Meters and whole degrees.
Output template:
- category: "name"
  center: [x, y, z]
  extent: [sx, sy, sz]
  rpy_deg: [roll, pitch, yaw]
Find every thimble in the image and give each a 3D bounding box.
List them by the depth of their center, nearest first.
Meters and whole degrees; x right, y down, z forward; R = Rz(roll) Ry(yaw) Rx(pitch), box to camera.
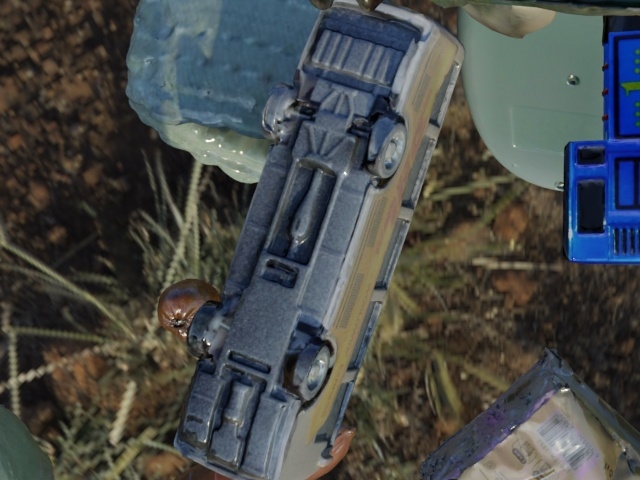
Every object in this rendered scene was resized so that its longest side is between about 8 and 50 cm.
- category: "thimble"
  center: [-0.046, -0.139, 1.228]
  extent: [0.250, 0.205, 0.172]
  rpy_deg: [24, 75, -25]

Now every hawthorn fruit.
- category: "hawthorn fruit"
  center: [-0.134, 0.062, 1.552]
  extent: [0.066, 0.067, 0.103]
  rpy_deg: [7, 33, 10]

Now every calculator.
- category: "calculator"
  center: [0.206, -0.158, 1.252]
  extent: [0.185, 0.299, 0.041]
  rpy_deg: [11, 47, 19]

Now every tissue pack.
- category: "tissue pack"
  center: [0.272, 0.280, 1.618]
  extent: [0.215, 0.123, 0.256]
  rpy_deg: [-43, 104, 13]

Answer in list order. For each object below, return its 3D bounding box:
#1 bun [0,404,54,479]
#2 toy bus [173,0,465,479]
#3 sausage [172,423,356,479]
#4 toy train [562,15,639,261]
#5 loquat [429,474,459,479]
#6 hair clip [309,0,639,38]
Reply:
- category: "bun"
  center: [-0.396, 0.317, 1.686]
  extent: [0.187, 0.293, 0.293]
  rpy_deg: [-2, 68, 24]
- category: "toy bus"
  center: [0.000, 0.000, 1.035]
  extent: [0.097, 0.138, 0.343]
  rpy_deg: [19, 94, 20]
- category: "sausage"
  center: [-0.106, 0.296, 1.791]
  extent: [0.433, 0.088, 0.088]
  rpy_deg: [-33, 59, 42]
- category: "toy train"
  center: [0.224, -0.080, 0.954]
  extent: [0.131, 0.082, 0.204]
  rpy_deg: [0, 87, 23]
- category: "loquat"
  center: [0.091, 0.247, 1.020]
  extent: [0.137, 0.163, 0.163]
  rpy_deg: [-29, 63, 33]
- category: "hair clip"
  center: [0.032, -0.139, 0.578]
  extent: [0.321, 0.091, 0.138]
  rpy_deg: [14, 63, 33]
